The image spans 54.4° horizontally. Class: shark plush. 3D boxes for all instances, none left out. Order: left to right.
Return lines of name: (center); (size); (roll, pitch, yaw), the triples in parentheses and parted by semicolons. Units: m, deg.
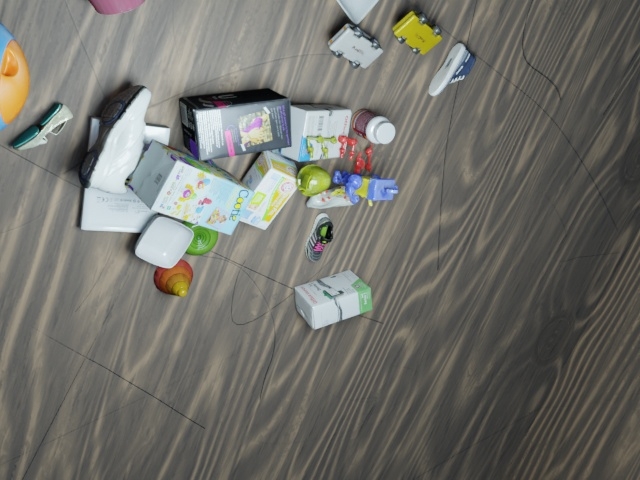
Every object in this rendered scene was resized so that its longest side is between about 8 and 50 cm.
shark plush: (-0.090, -0.253, 1.881); (0.161, 0.067, 0.073); (25, 100, -34)

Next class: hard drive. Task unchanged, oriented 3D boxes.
hard drive: (-0.536, -0.172, 1.703); (0.203, 0.040, 0.308); (3, 111, -29)

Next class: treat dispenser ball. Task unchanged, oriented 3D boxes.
treat dispenser ball: (-0.783, -0.359, 1.336); (0.288, 0.288, 0.288); (-11, 117, -23)

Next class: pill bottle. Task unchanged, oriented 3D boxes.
pill bottle: (0.163, -0.348, 1.916); (0.086, 0.152, 0.086); (-11, 117, -22)

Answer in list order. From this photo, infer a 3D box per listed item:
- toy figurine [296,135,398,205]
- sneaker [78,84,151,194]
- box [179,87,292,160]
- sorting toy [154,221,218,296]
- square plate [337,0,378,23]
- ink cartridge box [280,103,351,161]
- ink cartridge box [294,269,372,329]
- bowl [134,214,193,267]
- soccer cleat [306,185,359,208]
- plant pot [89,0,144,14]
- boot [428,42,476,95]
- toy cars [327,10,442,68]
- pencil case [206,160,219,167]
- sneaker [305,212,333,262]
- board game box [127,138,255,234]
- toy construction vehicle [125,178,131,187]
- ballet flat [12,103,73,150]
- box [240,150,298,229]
toy figurine: (0.127, -0.191, 1.831); (0.362, 0.217, 0.191); (-4, 112, -53)
sneaker: (-0.506, -0.256, 1.597); (0.129, 0.111, 0.297); (26, 91, -45)
box: (-0.232, -0.324, 1.714); (0.270, 0.165, 0.143); (-12, 118, -23)
sorting toy: (-0.361, 0.028, 1.837); (0.127, 0.126, 0.365); (26, 100, -34)
square plate: (0.102, -0.848, 1.715); (0.344, 0.049, 0.347); (-49, 125, 1)
ink cartridge box: (-0.012, -0.321, 1.840); (0.203, 0.086, 0.148); (-14, 121, -48)
ink cartridge box: (0.040, 0.197, 2.102); (0.219, 0.160, 0.093); (-16, 118, -21)
bowl: (-0.450, -0.003, 1.777); (0.142, 0.053, 0.142); (30, 99, -42)
soccer cleat: (0.040, -0.137, 2.013); (0.196, 0.076, 0.068); (-6, 76, -41)
plant pot: (-0.491, -0.634, 1.433); (0.201, 0.201, 0.180); (-27, 138, -14)
boot: (0.431, -0.536, 2.018); (0.086, 0.069, 0.190); (30, 95, -32)
toy cars: (0.188, -0.610, 1.844); (0.393, 0.087, 0.176); (-17, 156, -18)
pencil case: (-0.344, -0.158, 1.795); (0.152, 0.064, 0.070); (-51, 162, 3)
sneaker: (0.000, 0.000, 2.041); (0.063, 0.075, 0.170); (8, 109, -30)
board game box: (-0.337, -0.136, 1.649); (0.275, 0.142, 0.144); (21, 104, -50)
toy construction vehicle: (-0.520, -0.181, 1.661); (0.098, 0.035, 0.086); (12, 107, -31)
ballet flat: (-0.694, -0.273, 1.566); (0.168, 0.057, 0.052); (-43, 135, -3)
box: (-0.164, -0.149, 1.832); (0.114, 0.103, 0.203); (20, 123, -33)
